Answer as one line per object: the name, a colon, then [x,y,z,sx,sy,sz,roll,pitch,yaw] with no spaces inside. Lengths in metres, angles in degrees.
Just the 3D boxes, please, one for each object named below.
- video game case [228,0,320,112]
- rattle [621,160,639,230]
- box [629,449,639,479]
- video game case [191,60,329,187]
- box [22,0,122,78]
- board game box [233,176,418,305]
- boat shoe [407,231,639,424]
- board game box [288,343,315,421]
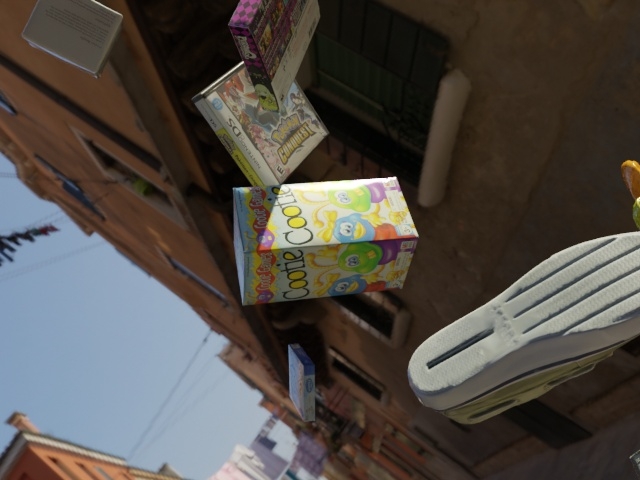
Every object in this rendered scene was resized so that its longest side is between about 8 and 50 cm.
video game case: [-0.069,-0.371,1.091,0.210,0.042,0.232,69,-142,-63]
rattle: [0.567,-0.078,0.954,0.200,0.130,0.142,-24,21,31]
box: [0.555,0.390,0.927,0.077,0.147,0.180,-55,22,35]
video game case: [-0.115,-0.262,1.380,0.035,0.248,0.275,-17,26,42]
box: [-0.333,-0.284,0.881,0.087,0.101,0.102,-65,18,0]
board game box: [0.000,0.000,1.073,0.275,0.142,0.144,-5,-40,-11]
boat shoe: [0.234,0.093,0.659,0.302,0.109,0.094,-30,-50,21]
board game box: [-0.029,0.215,0.988,0.090,0.020,0.090,-144,52,-69]
